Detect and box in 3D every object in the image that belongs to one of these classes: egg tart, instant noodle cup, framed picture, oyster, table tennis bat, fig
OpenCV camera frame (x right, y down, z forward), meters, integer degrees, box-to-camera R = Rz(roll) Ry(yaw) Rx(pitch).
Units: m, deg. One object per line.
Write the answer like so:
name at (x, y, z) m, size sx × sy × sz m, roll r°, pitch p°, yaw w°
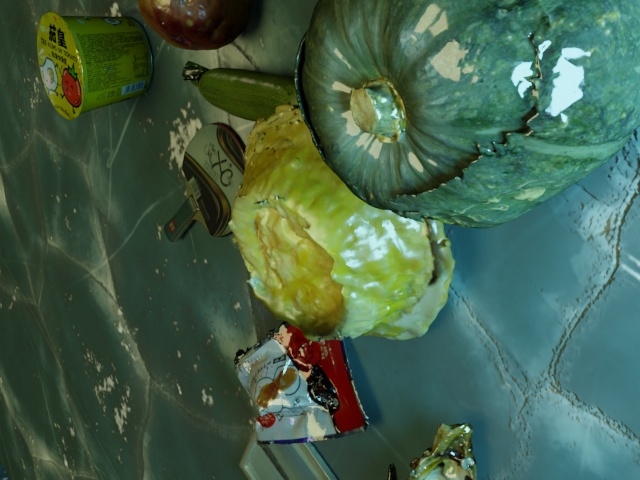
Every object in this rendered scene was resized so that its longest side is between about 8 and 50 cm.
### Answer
egg tart at (0.000, 0.000, 1.027) m, size 0.345 × 0.132 × 0.345 m, roll 32°, pitch 140°, yaw 31°
instant noodle cup at (-0.383, -0.307, 1.465) m, size 0.182 × 0.144 × 0.182 m, roll 25°, pitch 123°, yaw 45°
framed picture at (-0.028, 0.415, 1.372) m, size 0.289 × 0.016 × 0.213 m, roll 50°, pitch 137°, yaw 30°
oyster at (0.151, 0.365, 1.083) m, size 0.128 × 0.078 × 0.345 m, roll 18°, pitch 117°, yaw 25°
table tennis bat at (-0.191, -0.077, 1.403) m, size 0.301 × 0.022 × 0.173 m, roll -38°, pitch 72°, yaw 49°
fig at (-0.175, -0.392, 1.190) m, size 0.159 × 0.159 × 0.257 m, roll -18°, pitch 69°, yaw 54°

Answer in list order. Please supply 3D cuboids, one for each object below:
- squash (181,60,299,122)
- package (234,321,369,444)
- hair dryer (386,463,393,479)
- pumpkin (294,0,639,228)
squash at (-0.082, -0.197, 1.164) m, size 0.318 × 0.071 × 0.080 m, roll 26°, pitch 165°, yaw 47°
package at (-0.035, 0.215, 1.276) m, size 0.269 × 0.071 × 0.194 m, roll -31°, pitch 79°, yaw 39°
hair dryer at (0.097, 0.383, 1.187) m, size 0.071 × 0.047 × 0.150 m, roll 12°, pitch 102°, yaw 48°
pumpkin at (0.133, -0.155, 0.758) m, size 0.291 × 0.257 × 0.328 m, roll 54°, pitch 144°, yaw 15°
